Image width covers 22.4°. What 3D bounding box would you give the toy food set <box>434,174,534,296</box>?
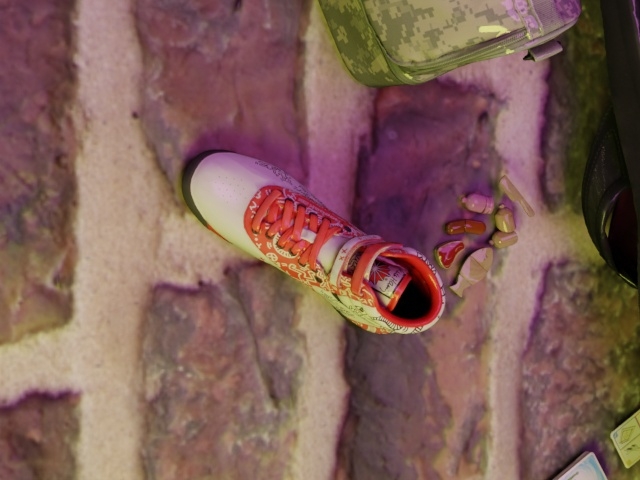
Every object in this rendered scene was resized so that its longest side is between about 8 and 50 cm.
[{"bbox_3d":[0.163,-0.008,1.688,0.122,0.019,0.078,-43,108,-10],"label":"toy food set"}]

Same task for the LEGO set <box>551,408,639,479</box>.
[{"bbox_3d":[0.375,0.280,1.774,0.244,0.060,0.182,-35,109,-21],"label":"LEGO set"}]

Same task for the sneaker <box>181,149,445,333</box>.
[{"bbox_3d":[0.001,-0.001,1.542,0.270,0.145,0.090,38,76,-21],"label":"sneaker"}]

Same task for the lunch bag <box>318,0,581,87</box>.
[{"bbox_3d":[0.111,-0.309,1.524,0.213,0.256,0.305,-25,101,-22],"label":"lunch bag"}]

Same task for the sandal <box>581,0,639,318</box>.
[{"bbox_3d":[0.341,-0.089,1.716,0.167,0.107,0.445,-6,90,-52],"label":"sandal"}]
